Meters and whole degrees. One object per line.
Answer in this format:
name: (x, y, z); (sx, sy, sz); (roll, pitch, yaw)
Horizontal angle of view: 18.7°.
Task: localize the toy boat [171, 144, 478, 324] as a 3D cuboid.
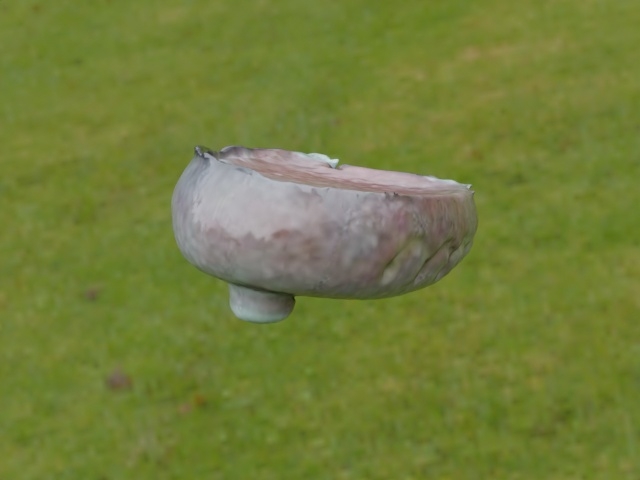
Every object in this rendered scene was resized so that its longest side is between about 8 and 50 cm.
toy boat: (0.000, 0.000, 1.079); (0.155, 0.085, 0.227); (14, 8, 18)
